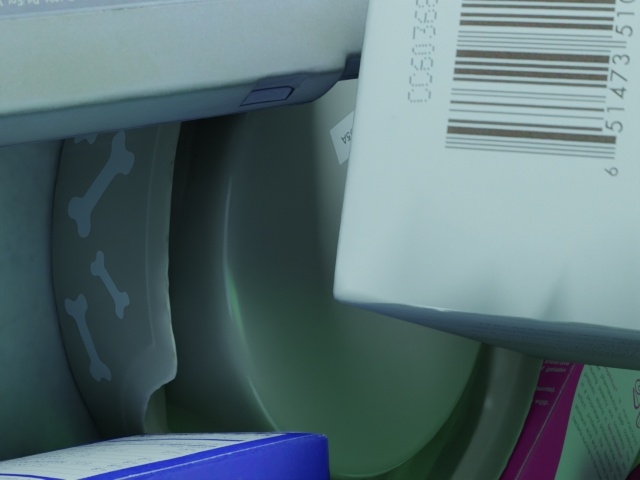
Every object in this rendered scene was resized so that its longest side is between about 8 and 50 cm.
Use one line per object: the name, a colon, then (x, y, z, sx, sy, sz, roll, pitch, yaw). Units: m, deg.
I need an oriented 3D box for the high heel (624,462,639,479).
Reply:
high heel: (0.239, 0.197, 1.089, 0.127, 0.181, 0.377, -31, 141, 0)

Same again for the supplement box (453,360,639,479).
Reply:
supplement box: (0.123, 0.132, 0.985, 0.220, 0.114, 0.111, -54, 131, -35)

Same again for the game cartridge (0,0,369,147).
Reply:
game cartridge: (-0.122, -0.152, 0.607, 0.355, 0.068, 0.230, -12, 90, -38)

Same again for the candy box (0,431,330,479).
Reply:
candy box: (-0.127, 0.221, 0.565, 0.317, 0.122, 0.268, -3, 91, -52)

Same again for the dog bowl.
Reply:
dog bowl: (0.000, 0.000, 0.830, 0.349, 0.102, 0.348, -1, 92, -53)

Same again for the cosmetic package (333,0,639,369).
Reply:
cosmetic package: (0.147, -0.048, 0.731, 0.385, 0.156, 0.217, 15, 81, -68)
